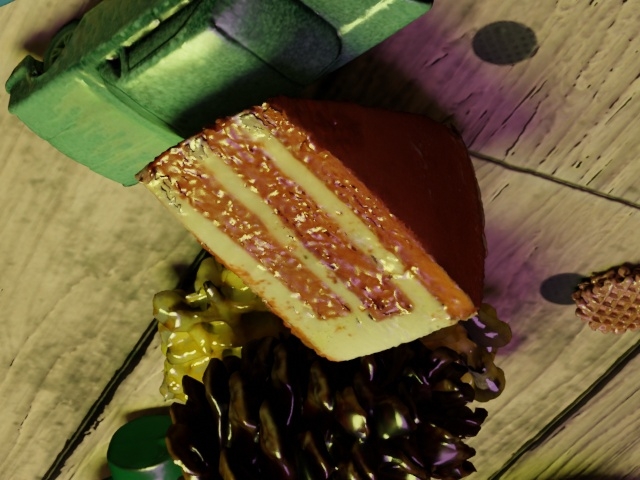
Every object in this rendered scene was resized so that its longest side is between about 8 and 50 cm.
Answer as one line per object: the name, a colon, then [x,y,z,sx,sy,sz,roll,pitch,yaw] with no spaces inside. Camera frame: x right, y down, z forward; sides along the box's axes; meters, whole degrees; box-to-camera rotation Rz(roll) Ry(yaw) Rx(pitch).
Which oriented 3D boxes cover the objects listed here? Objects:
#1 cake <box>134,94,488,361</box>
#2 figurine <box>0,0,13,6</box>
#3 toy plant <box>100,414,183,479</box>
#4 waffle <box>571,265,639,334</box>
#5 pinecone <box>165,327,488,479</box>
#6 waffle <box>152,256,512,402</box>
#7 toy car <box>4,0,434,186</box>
cake: [0.000,0.000,1.389,0.158,0.160,0.262,-23,166,30]
figurine: [-0.309,-0.203,1.147,0.298,0.243,0.416,30,179,-26]
toy plant: [-0.123,0.267,1.885,0.232,0.113,0.243,10,137,-2]
waffle: [0.260,0.052,1.645,0.083,0.029,0.075,-22,138,26]
pinecone: [0.005,0.171,1.565,0.272,0.224,0.224,-21,138,16]
waffle: [0.010,0.096,1.687,0.329,0.062,0.329,1,142,0]
toy car: [-0.081,-0.137,1.348,0.320,0.097,0.141,-29,133,34]
